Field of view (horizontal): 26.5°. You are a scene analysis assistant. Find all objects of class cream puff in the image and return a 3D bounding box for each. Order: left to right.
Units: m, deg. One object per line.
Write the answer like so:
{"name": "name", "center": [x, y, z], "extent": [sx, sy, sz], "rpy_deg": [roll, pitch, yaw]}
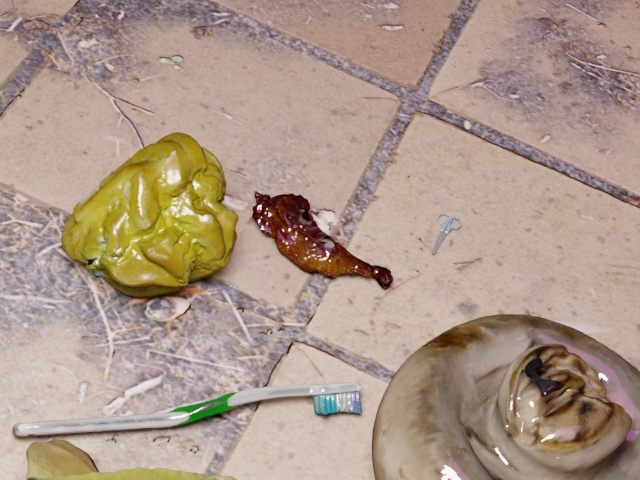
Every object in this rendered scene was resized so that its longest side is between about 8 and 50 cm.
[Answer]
{"name": "cream puff", "center": [-0.190, -0.025, 1.683], "extent": [0.195, 0.194, 0.221], "rpy_deg": [36, 54, 15]}

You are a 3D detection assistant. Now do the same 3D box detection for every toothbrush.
{"name": "toothbrush", "center": [-0.147, 0.196, 1.587], "extent": [0.418, 0.042, 0.040], "rpy_deg": [-2, 83, -19]}

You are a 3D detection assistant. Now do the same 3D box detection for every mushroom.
{"name": "mushroom", "center": [0.242, 0.229, 1.505], "extent": [0.362, 0.294, 0.362], "rpy_deg": [9, 47, -10]}

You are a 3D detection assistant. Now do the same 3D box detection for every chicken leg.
{"name": "chicken leg", "center": [-0.005, 0.002, 1.793], "extent": [0.219, 0.048, 0.089], "rpy_deg": [38, 53, 16]}

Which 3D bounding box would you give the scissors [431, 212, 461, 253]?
{"name": "scissors", "center": [0.169, -0.009, 1.882], "extent": [0.036, 0.006, 0.083], "rpy_deg": [25, 48, 8]}

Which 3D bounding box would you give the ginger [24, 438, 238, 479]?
{"name": "ginger", "center": [-0.146, 0.365, 1.336], "extent": [0.413, 0.211, 0.358], "rpy_deg": [24, 50, 3]}
